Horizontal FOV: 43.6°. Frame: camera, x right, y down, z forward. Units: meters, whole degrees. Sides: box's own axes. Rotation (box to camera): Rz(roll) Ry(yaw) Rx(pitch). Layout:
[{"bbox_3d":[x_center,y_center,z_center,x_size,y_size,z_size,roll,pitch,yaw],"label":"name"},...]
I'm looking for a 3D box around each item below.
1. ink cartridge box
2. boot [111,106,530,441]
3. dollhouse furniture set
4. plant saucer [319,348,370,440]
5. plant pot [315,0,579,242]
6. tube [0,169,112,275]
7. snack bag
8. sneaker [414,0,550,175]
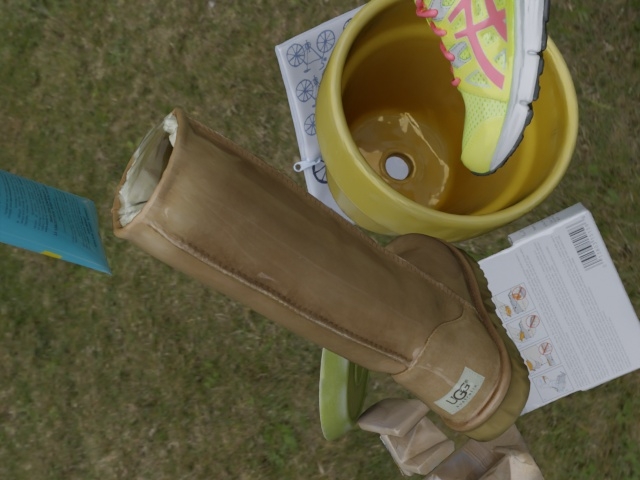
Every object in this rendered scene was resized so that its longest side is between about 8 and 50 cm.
[{"bbox_3d":[0.357,0.114,1.257,0.239,0.060,0.275,-25,102,11],"label":"ink cartridge box"},{"bbox_3d":[0.000,0.000,0.534,0.269,0.236,0.089,32,100,-22],"label":"boot"},{"bbox_3d":[0.149,0.415,1.197,0.394,0.256,0.362,-33,96,-23],"label":"dollhouse furniture set"},{"bbox_3d":[0.045,0.187,1.226,0.037,0.241,0.241,4,87,14],"label":"plant saucer"},{"bbox_3d":[0.109,-0.110,0.869,0.254,0.239,0.254,2,78,-10],"label":"plant pot"},{"bbox_3d":[-0.244,-0.028,0.603,0.052,0.207,0.080,-32,60,25],"label":"tube"},{"bbox_3d":[0.086,-0.192,1.222,0.037,0.323,0.342,24,137,43],"label":"snack bag"},{"bbox_3d":[0.092,-0.143,0.487,0.094,0.081,0.208,4,109,11],"label":"sneaker"}]
